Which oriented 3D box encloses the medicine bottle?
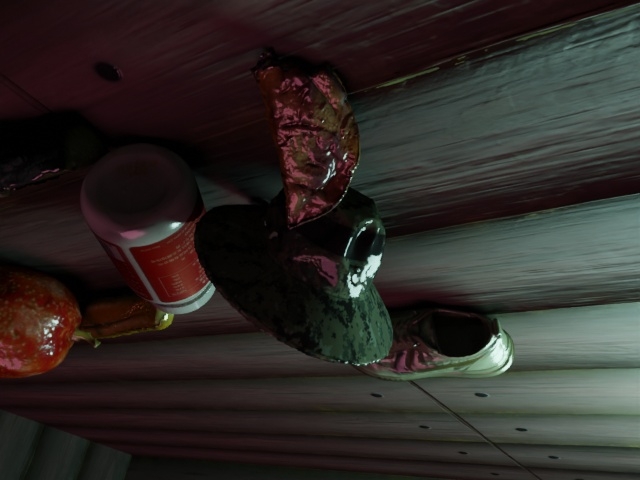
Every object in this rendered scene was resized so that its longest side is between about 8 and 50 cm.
[{"bbox_3d":[-0.201,-0.003,0.799,0.131,0.131,0.250,9,152,6],"label":"medicine bottle"}]

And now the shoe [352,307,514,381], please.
[{"bbox_3d":[0.155,0.153,0.985,0.275,0.103,0.098,-5,147,17],"label":"shoe"}]

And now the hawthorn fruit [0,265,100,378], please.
[{"bbox_3d":[-0.523,0.154,1.137,0.253,0.205,0.205,19,151,-23],"label":"hawthorn fruit"}]

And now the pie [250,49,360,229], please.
[{"bbox_3d":[-0.009,-0.098,0.598,0.092,0.034,0.170,-15,112,1],"label":"pie"}]

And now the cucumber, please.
[{"bbox_3d":[-0.348,-0.096,0.744,0.193,0.086,0.115,-5,-169,25],"label":"cucumber"}]

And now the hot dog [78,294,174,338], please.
[{"bbox_3d":[-0.374,0.138,1.181,0.289,0.083,0.068,-10,-177,34],"label":"hot dog"}]

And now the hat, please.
[{"bbox_3d":[0.000,0.000,0.704,0.265,0.265,0.128,23,113,-20],"label":"hat"}]
